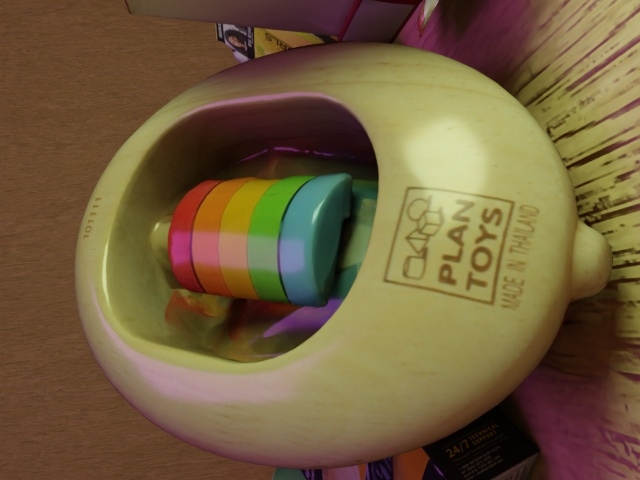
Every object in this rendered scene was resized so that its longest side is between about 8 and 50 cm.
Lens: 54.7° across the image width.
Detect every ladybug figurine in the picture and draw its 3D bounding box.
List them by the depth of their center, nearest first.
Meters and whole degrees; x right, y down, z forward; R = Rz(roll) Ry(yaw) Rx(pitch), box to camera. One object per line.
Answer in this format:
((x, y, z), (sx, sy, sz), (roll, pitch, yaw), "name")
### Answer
((-0.013, 0.010, 0.476), (0.161, 0.449, 0.305), (27, -105, -49), "ladybug figurine")

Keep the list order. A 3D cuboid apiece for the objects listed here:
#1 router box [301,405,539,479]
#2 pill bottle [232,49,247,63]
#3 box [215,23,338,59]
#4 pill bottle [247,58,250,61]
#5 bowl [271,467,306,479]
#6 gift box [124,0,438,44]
((0.068, 0.219, 0.609), (0.243, 0.080, 0.309), (47, 147, 44), "router box")
((-0.153, -0.550, 1.609), (0.162, 0.162, 0.279), (-121, 26, -72), "pill bottle")
((-0.018, -0.227, 0.727), (0.058, 0.232, 0.087), (-51, -14, -27), "box")
((-0.023, -0.315, 0.844), (0.283, 0.161, 0.161), (98, 165, -59), "pill bottle")
((-0.004, 0.603, 1.217), (0.311, 0.163, 0.312), (-2, -90, -82), "bowl")
((-0.011, -0.269, 0.433), (0.255, 0.258, 0.277), (-176, 88, -82), "gift box")
